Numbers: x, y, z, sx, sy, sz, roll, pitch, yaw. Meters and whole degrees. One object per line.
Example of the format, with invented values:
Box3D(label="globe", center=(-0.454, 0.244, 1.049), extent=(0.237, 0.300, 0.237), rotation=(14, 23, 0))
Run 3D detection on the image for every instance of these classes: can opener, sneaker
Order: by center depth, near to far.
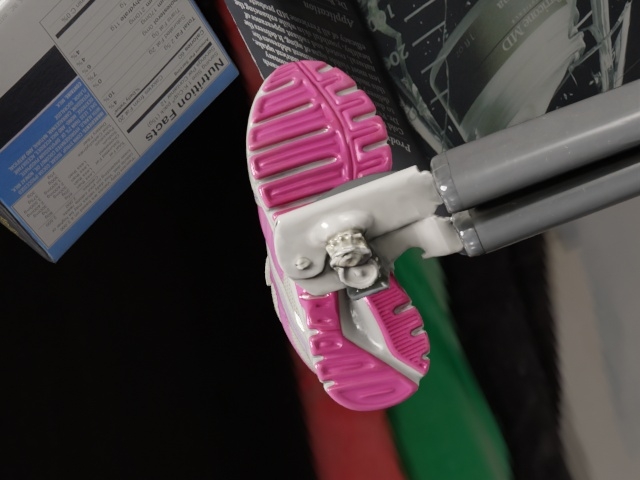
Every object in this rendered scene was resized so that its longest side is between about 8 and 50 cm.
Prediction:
Box3D(label="can opener", center=(0.098, -0.038, 1.097), extent=(0.093, 0.280, 0.074), rotation=(-93, -20, -48))
Box3D(label="sneaker", center=(0.000, 0.000, 1.230), extent=(0.111, 0.103, 0.252), rotation=(140, 120, -75))

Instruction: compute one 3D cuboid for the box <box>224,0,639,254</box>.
Box3D(label="box", center=(0.151, -0.336, 1.818), extent=(0.297, 0.480, 0.472), rotation=(30, 156, 44))

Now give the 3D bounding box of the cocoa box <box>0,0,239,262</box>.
Box3D(label="cocoa box", center=(-0.284, -0.190, 1.414), extent=(0.347, 0.231, 0.228), rotation=(34, 166, 39))
